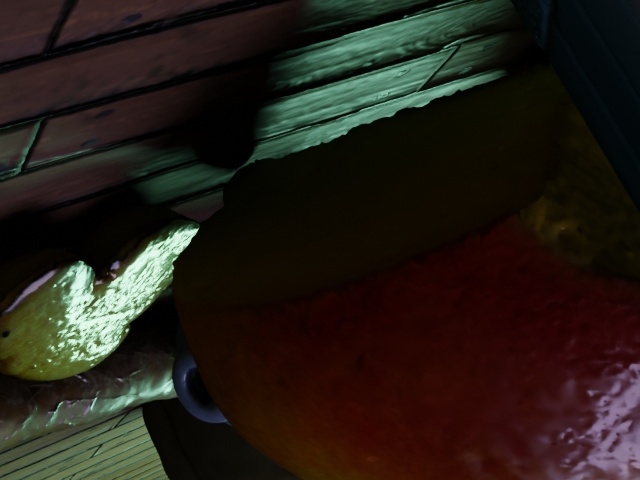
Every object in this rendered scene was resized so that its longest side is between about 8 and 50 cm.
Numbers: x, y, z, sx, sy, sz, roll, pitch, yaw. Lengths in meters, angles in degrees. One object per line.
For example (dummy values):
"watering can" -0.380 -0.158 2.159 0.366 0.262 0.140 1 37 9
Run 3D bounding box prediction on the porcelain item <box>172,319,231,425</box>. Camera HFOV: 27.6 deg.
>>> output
"porcelain item" -0.028 0.072 1.113 0.141 0.141 0.259 -39 176 36

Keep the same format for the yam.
"yam" -0.177 0.112 1.086 0.356 0.081 0.081 -14 160 -49

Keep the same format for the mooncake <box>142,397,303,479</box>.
"mooncake" -0.005 0.188 1.480 0.378 0.201 0.378 -27 167 -7

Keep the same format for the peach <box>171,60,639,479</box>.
"peach" 0.119 0.062 0.798 0.380 0.306 0.242 -14 -142 28

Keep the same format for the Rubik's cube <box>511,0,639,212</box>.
"Rubik's cube" 0.209 -0.147 0.577 0.221 0.231 0.224 -29 169 4

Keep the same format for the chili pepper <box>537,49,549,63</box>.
"chili pepper" 0.268 -0.060 0.994 0.233 0.257 0.248 -17 162 -28

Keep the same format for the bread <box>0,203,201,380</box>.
"bread" -0.152 0.020 0.830 0.149 0.065 0.187 -41 163 3
